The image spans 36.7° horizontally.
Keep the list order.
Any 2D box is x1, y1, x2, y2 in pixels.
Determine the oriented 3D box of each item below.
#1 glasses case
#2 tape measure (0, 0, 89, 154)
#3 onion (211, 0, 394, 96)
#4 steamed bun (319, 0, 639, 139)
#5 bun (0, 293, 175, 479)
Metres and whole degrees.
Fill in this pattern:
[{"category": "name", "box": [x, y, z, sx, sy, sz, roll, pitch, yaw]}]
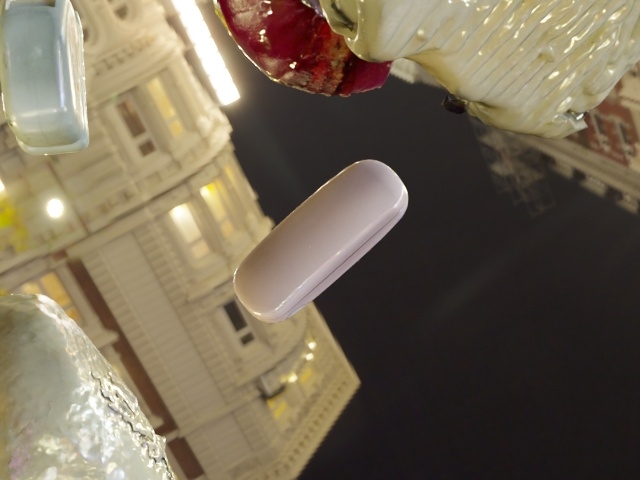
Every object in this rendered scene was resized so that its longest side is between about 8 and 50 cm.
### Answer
[{"category": "glasses case", "box": [0.000, 0.000, 1.425, 0.297, 0.075, 0.113, -41, -123, -3]}, {"category": "tape measure", "box": [-0.432, -0.263, 1.485, 0.125, 0.243, 0.246, -7, 172, -5]}, {"category": "onion", "box": [-0.026, -0.363, 1.340, 0.260, 0.337, 0.282, -6, -158, -13]}, {"category": "steamed bun", "box": [0.132, -0.263, 0.698, 0.346, 0.394, 0.237, -19, -123, -12]}, {"category": "bun", "box": [-0.245, 0.182, 0.892, 0.168, 0.273, 0.273, -31, -158, -9]}]
